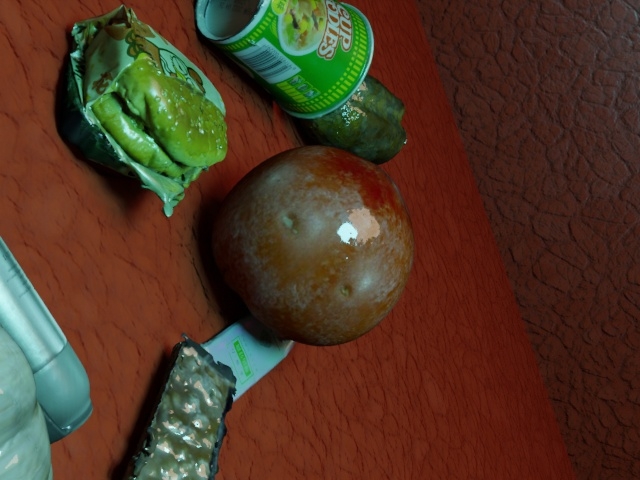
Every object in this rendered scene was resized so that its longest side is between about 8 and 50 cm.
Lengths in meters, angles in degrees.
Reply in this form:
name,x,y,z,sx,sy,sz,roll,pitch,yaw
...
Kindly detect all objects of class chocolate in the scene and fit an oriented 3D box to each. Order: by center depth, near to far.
name,x,y,z,sx,sy,sz,roll,pitch,yaw
chocolate,-0.159,0.238,0.951,0.102,0.065,0.329,46,31,-22

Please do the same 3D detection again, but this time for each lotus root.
name,x,y,z,sx,sy,sz,roll,pitch,yaw
lotus root,0.054,-0.215,1.649,0.275,0.160,0.152,23,77,-60

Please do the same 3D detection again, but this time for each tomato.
name,x,y,z,sx,sy,sz,roll,pitch,yaw
tomato,0.000,0.000,1.215,0.265,0.264,0.265,48,33,-45

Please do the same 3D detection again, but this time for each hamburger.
name,x,y,z,sx,sy,sz,roll,pitch,yaw
hamburger,-0.187,-0.138,1.064,0.214,0.125,0.235,33,30,-43

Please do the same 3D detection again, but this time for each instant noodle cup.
name,x,y,z,sx,sy,sz,roll,pitch,yaw
instant noodle cup,-0.066,-0.319,1.426,0.232,0.207,0.207,23,52,-51

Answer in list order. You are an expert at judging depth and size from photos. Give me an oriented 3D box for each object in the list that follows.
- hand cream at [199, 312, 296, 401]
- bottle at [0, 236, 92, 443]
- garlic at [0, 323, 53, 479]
name,x,y,z,sx,sy,sz,roll,pitch,yaw
hand cream,-0.081,0.132,1.240,0.079,0.050,0.275,45,27,6
bottle,-0.276,0.058,0.772,0.096,0.079,0.254,-116,180,-70
garlic,-0.296,0.133,0.608,0.212,0.218,0.219,-24,97,-30
